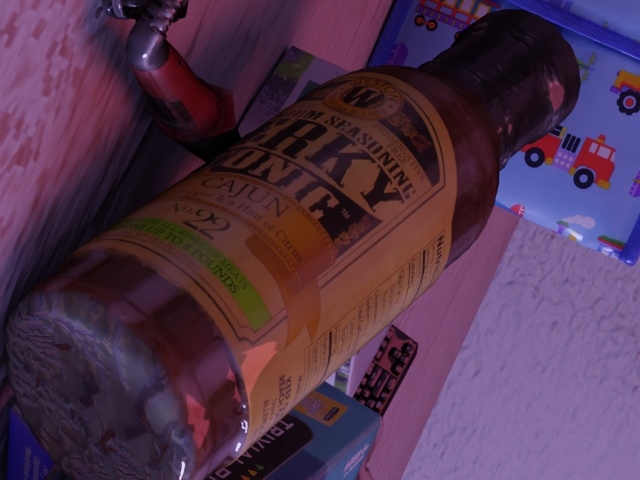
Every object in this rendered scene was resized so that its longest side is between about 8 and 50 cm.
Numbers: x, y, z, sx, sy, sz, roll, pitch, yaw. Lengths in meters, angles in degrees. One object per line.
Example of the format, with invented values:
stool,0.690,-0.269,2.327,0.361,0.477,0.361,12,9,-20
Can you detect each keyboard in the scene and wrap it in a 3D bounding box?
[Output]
keyboard,0.006,0.140,1.377,0.023,0.108,0.180,9,-113,58

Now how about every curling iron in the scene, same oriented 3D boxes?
curling iron,-0.050,-0.069,0.736,0.068,0.035,0.274,-64,170,-11

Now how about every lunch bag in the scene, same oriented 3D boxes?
lunch bag,0.179,-0.166,1.154,0.293,0.221,0.138,-68,170,14

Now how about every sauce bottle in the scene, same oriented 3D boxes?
sauce bottle,0.007,-0.013,0.776,0.344,0.111,0.111,-40,155,-43

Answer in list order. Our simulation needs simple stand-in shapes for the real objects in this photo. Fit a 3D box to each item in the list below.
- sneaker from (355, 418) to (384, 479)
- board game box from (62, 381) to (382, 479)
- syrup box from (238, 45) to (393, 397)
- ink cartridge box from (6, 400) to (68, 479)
sneaker,-0.014,0.228,1.511,0.115,0.105,0.281,-46,153,-28
board game box,-0.109,0.242,0.817,0.254,0.079,0.336,-30,147,-62
syrup box,0.000,0.000,0.989,0.096,0.093,0.237,-60,168,-27
ink cartridge box,-0.111,0.122,0.823,0.208,0.045,0.206,-49,161,-40
